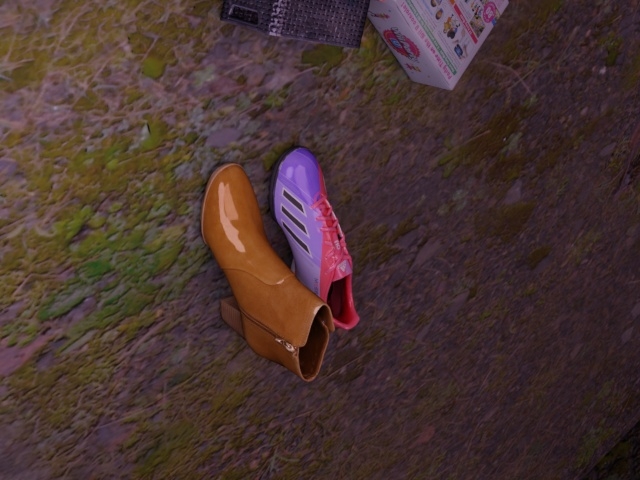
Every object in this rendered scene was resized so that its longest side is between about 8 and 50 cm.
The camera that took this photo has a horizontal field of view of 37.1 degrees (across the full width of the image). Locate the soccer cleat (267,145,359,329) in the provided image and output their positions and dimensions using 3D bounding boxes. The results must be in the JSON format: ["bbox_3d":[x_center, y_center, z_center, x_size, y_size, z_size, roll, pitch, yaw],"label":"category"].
[{"bbox_3d":[0.000,0.000,1.493,0.109,0.116,0.318,-31,130,-32],"label":"soccer cleat"}]

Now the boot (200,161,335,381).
[{"bbox_3d":[-0.067,0.046,1.375,0.104,0.211,0.295,-26,126,-36],"label":"boot"}]

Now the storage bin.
[{"bbox_3d":[-0.032,-0.320,1.295,0.180,0.122,0.084,-4,112,-45],"label":"storage bin"}]

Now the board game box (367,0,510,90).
[{"bbox_3d":[0.212,-0.429,1.513,0.303,0.097,0.224,-56,137,-11],"label":"board game box"}]
